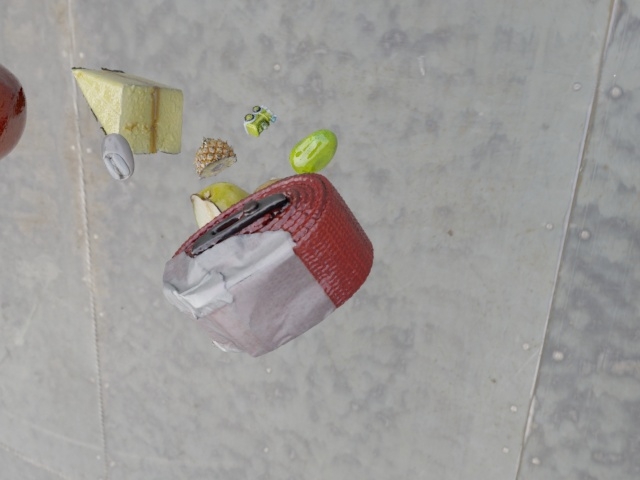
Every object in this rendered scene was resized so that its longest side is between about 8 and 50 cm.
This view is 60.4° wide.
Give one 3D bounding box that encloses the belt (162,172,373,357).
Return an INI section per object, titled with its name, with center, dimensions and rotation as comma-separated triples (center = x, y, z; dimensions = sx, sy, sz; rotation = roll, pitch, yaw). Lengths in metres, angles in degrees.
[belt]
center = -0.057, 0.018, 0.553
dimensions = 0.201, 0.128, 0.124
rotation = -32, 127, 3

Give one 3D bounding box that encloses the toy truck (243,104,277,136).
[toy truck]
center = -0.196, -0.396, 1.827
dimensions = 0.077, 0.111, 0.076
rotation = 27, 156, 28

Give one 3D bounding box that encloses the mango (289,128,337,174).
[mango]
center = -0.014, -0.243, 1.536
dimensions = 0.163, 0.117, 0.089
rotation = -31, 63, 32

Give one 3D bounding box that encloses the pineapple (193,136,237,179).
[pineapple]
center = -0.413, -0.332, 2.070
dimensions = 0.176, 0.162, 0.136
rotation = -38, 79, 49

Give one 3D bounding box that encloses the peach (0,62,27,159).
[peach]
center = -0.833, -0.307, 1.253
dimensions = 0.332, 0.308, 0.307
rotation = -24, 93, 54

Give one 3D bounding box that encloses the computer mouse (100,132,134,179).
[computer mouse]
center = -0.414, -0.169, 1.109
dimensions = 0.066, 0.039, 0.096
rotation = -16, 88, 27

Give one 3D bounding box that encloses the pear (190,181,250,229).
[pear]
center = -0.259, -0.036, 1.866
dimensions = 0.341, 0.191, 0.386
rotation = 23, 140, 44

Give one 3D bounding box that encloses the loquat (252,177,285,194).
[loquat]
center = -0.060, -0.044, 1.238
dimensions = 0.239, 0.238, 0.193
rotation = 9, 110, 26

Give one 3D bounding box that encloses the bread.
[bread]
center = -0.645, -0.434, 1.802
dimensions = 0.405, 0.346, 0.241
rotation = 18, 103, 28
